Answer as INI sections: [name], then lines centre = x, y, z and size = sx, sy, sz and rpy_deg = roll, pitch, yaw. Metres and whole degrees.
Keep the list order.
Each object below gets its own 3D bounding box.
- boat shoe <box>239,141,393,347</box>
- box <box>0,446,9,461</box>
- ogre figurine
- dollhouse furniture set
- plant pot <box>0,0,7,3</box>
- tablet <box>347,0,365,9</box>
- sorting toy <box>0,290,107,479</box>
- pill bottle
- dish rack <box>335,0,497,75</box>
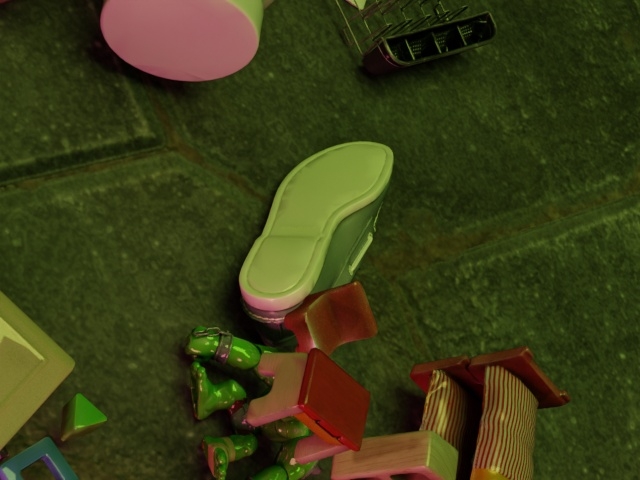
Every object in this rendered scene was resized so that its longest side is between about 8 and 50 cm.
[boat shoe]
centre = 0.000, 0.000, 1.754
size = 0.319, 0.116, 0.099
rpy_deg = -58, 147, -46
[box]
centre = -0.382, 0.174, 1.418
size = 0.162, 0.029, 0.116
rpy_deg = -18, 78, -39
[ogre figurine]
centre = -0.068, 0.181, 1.598
size = 0.118, 0.097, 0.197
rpy_deg = -9, 56, -19
[dollhouse furniture set]
centre = 0.105, 0.171, 1.595
size = 0.374, 0.152, 0.201
rpy_deg = 44, 45, -42
[plant pot]
centre = -0.313, -0.382, 1.563
size = 0.284, 0.191, 0.284
rpy_deg = 4, 85, -60
[tablet]
centre = 0.043, -0.341, 1.994
size = 0.054, 0.006, 0.083
rpy_deg = 32, 52, -18
[sorting toy]
centre = -0.348, 0.113, 1.427
size = 0.347, 0.047, 0.196
rpy_deg = 44, 44, -6
[pill bottle]
centre = -0.135, -0.394, 1.749
size = 0.229, 0.229, 0.408
rpy_deg = 21, 56, -25
[dish rack]
centre = 0.089, -0.346, 1.977
size = 0.208, 0.074, 0.272
rpy_deg = -20, 83, -42
